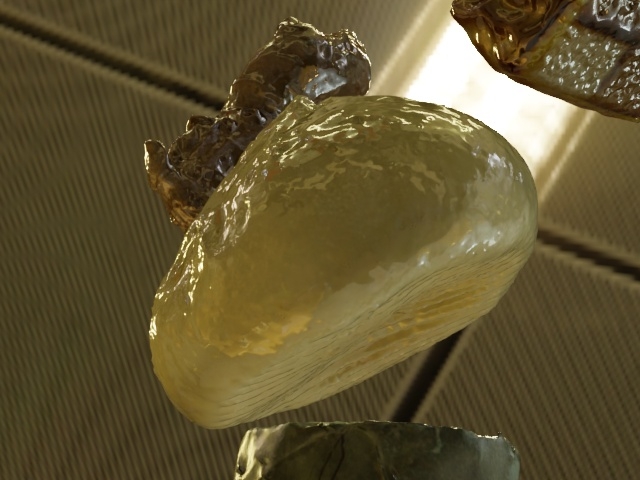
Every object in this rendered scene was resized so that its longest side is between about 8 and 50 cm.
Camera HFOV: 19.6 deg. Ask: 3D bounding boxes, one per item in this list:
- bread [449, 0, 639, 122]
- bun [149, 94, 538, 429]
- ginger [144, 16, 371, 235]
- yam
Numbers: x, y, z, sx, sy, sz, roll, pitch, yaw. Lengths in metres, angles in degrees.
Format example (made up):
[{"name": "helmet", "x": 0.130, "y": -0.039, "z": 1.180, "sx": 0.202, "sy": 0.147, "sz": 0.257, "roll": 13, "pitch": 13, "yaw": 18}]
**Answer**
[{"name": "bread", "x": 0.214, "y": -0.180, "z": 1.347, "sx": 0.181, "sy": 0.222, "sz": 0.096, "roll": -51, "pitch": -125, "yaw": 20}, {"name": "bun", "x": 0.000, "y": 0.000, "z": 0.904, "sx": 0.222, "sy": 0.222, "sz": 0.127, "roll": -24, "pitch": -102, "yaw": -10}, {"name": "ginger", "x": -0.036, "y": -0.097, "z": 1.507, "sx": 0.122, "sy": 0.084, "sz": 0.290, "roll": 52, "pitch": -132, "yaw": -12}, {"name": "yam", "x": 0.018, "y": 0.258, "z": 1.268, "sx": 0.201, "sy": 0.202, "sz": 0.271, "roll": 9, "pitch": -108, "yaw": -16}]
